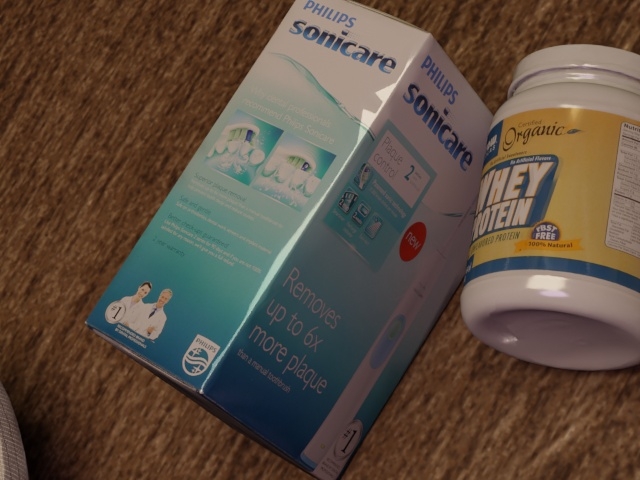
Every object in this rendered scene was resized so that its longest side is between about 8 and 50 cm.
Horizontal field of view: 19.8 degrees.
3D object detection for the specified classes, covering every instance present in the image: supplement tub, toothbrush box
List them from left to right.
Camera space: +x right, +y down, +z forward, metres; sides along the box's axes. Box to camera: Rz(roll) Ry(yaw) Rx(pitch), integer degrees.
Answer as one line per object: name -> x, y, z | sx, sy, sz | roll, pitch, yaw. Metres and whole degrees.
toothbrush box -> 0.000, 0.000, 1.338 | 0.126, 0.216, 0.295 | 26, 79, 35
supplement tub -> 0.182, -0.022, 1.294 | 0.144, 0.144, 0.199 | -1, 65, 28

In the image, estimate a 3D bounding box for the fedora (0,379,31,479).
fedora -> -0.315, 0.202, 1.460 | 0.244, 0.124, 0.275 | -35, 63, 12
